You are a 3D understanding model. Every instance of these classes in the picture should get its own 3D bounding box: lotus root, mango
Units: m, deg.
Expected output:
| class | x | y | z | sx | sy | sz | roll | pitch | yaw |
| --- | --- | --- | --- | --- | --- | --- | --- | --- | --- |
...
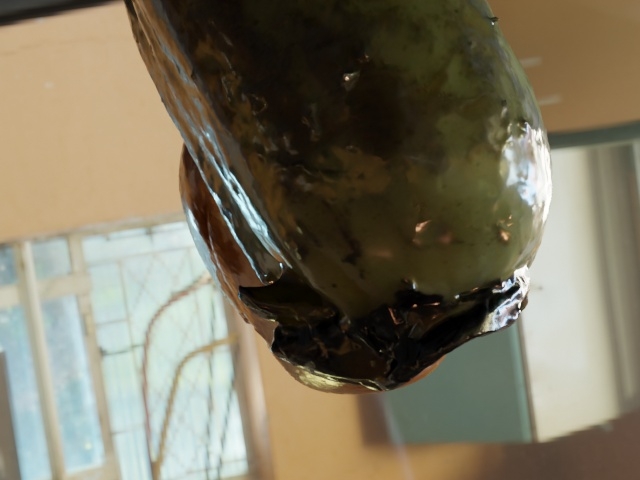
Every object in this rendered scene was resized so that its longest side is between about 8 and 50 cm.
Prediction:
| class | x | y | z | sx | sy | sz | roll | pitch | yaw |
| --- | --- | --- | --- | --- | --- | --- | --- | --- | --- |
| lotus root | -0.008 | -0.089 | 0.551 | 0.173 | 0.309 | 0.173 | -31 | 171 | -5 |
| mango | 0.000 | 0.000 | 0.783 | 0.138 | 0.187 | 0.257 | -37 | 160 | 0 |
